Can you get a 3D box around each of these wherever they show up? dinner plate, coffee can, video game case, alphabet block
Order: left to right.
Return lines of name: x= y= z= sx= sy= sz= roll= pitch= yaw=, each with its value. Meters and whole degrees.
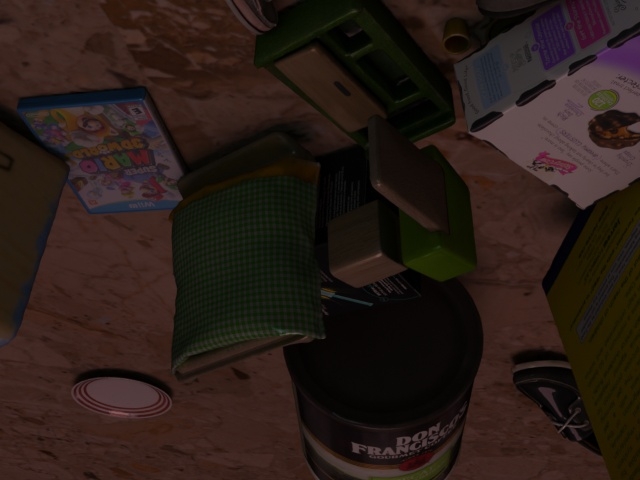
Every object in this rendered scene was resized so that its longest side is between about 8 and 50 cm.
alphabet block: x=-0.371 y=-0.013 z=0.867 sx=0.192 sy=0.193 sz=0.197 roll=-21 pitch=138 yaw=36
video game case: x=-0.191 y=-0.078 z=0.924 sx=0.119 sy=0.015 sz=0.166 roll=-4 pitch=148 yaw=11
dinner plate: x=-0.279 y=0.218 z=1.404 sx=0.141 sy=0.017 sz=0.141 roll=3 pitch=149 yaw=2
coffee can: x=0.068 y=0.164 z=1.110 sx=0.202 sy=0.201 sz=0.275 roll=1 pitch=149 yaw=4

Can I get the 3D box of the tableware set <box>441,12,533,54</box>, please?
tableware set: x=0.155 y=-0.176 z=0.723 sx=0.104 sy=0.024 sz=0.154 roll=29 pitch=141 yaw=-34

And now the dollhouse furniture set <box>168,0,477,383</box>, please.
dollhouse furniture set: x=-0.049 y=-0.033 z=0.794 sx=0.302 sy=0.197 sz=0.151 roll=-23 pitch=141 yaw=30

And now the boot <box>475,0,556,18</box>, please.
boot: x=0.088 y=-0.198 z=0.627 sx=0.247 sy=0.083 sz=0.161 roll=-12 pitch=140 yaw=19

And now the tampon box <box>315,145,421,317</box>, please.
tampon box: x=0.000 y=0.000 z=0.946 sx=0.161 sy=0.101 sz=0.120 roll=-14 pitch=143 yaw=28

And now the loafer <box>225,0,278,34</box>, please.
loafer: x=-0.057 y=-0.195 z=0.699 sx=0.039 sy=0.045 sz=0.125 roll=-18 pitch=140 yaw=19

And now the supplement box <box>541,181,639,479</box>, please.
supplement box: x=0.336 y=0.090 z=0.779 sx=0.194 sy=0.356 sz=0.195 roll=11 pitch=126 yaw=-12

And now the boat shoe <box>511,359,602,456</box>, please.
boat shoe: x=0.329 y=0.216 z=1.283 sx=0.084 sy=0.079 sz=0.233 roll=-22 pitch=138 yaw=38

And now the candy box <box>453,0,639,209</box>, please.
candy box: x=0.226 y=-0.119 z=0.727 sx=0.196 sy=0.070 sz=0.165 roll=-31 pitch=142 yaw=33
